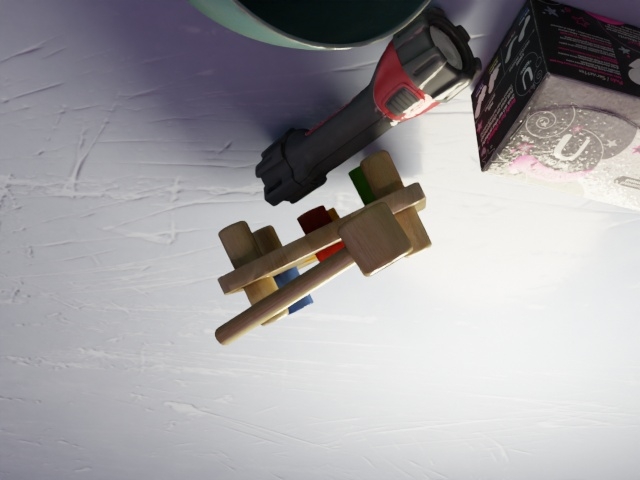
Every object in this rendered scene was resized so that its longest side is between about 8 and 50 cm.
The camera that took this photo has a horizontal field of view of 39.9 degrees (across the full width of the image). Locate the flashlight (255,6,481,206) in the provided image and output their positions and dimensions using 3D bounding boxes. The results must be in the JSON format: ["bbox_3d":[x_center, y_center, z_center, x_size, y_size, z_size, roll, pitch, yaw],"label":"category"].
[{"bbox_3d":[0.046,-0.153,1.056,0.103,0.103,0.304,-7,160,-48],"label":"flashlight"}]

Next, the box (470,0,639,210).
[{"bbox_3d":[0.321,-0.146,1.011,0.247,0.142,0.163,13,138,-12],"label":"box"}]

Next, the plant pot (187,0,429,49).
[{"bbox_3d":[-0.048,-0.304,0.772,0.290,0.290,0.195,34,165,-32],"label":"plant pot"}]

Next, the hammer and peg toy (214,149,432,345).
[{"bbox_3d":[0.000,0.000,1.039,0.266,0.127,0.361,-26,177,7],"label":"hammer and peg toy"}]
